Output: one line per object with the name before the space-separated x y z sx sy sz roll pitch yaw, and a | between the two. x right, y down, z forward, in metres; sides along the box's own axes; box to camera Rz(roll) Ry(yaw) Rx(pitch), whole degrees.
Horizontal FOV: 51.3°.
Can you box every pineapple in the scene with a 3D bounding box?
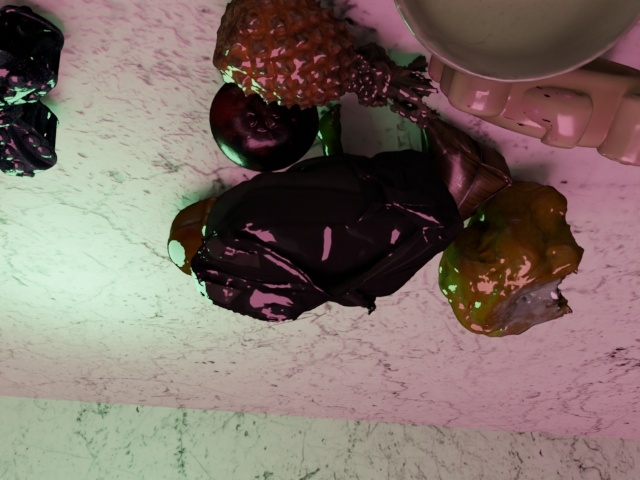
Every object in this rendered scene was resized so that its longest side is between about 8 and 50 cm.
pineapple | 0.022 -0.256 1.001 0.361 0.174 0.175 19 146 -24

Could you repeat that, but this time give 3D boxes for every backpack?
backpack | 0.000 0.000 1.132 0.446 0.254 0.363 -4 154 -22

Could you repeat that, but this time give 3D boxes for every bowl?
bowl | 0.229 -0.345 0.774 0.308 0.163 0.306 2 110 7

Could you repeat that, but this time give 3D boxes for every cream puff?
cream puff | 0.361 0.035 1.357 0.275 0.269 0.323 -16 141 -5

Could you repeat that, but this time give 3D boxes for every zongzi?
zongzi | 0.206 -0.115 1.252 0.242 0.112 0.221 25 123 -27

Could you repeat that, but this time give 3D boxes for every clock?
clock | 0.321 -0.215 0.959 0.310 0.284 0.114 10 117 -6

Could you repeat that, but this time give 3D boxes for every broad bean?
broad bean | 0.030 -0.161 1.275 0.053 0.052 0.256 -37 149 -15

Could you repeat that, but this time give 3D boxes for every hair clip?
hair clip | -0.529 -0.231 1.072 0.207 0.194 0.310 6 149 -19

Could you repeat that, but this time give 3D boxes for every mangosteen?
mangosteen | -0.095 -0.197 1.125 0.200 0.199 0.199 2 149 1

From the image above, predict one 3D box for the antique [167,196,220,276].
antique | -0.221 -0.005 1.475 0.224 0.128 0.278 9 149 -11
